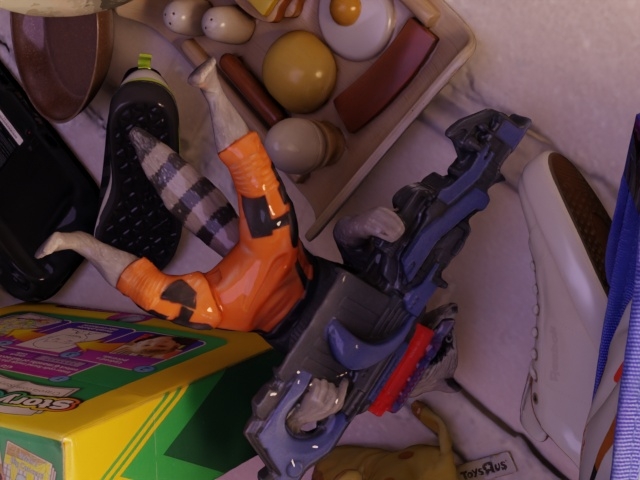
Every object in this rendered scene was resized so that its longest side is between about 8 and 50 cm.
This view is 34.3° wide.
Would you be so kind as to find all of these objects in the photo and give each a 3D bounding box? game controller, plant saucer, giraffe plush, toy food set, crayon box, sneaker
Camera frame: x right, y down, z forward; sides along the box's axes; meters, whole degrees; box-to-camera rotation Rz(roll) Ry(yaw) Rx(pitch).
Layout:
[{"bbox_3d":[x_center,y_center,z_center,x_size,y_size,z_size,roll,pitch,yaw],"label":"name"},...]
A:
[{"bbox_3d":[-0.362,-0.088,1.147,0.166,0.067,0.319,-45,74,15],"label":"game controller"},{"bbox_3d":[-0.255,-0.217,1.036,0.198,0.036,0.199,13,106,50],"label":"plant saucer"},{"bbox_3d":[0.047,0.249,0.866,0.210,0.170,0.181,-45,74,30],"label":"giraffe plush"},{"bbox_3d":[-0.037,-0.181,0.892,0.306,0.092,0.220,49,120,16],"label":"toy food set"},{"bbox_3d":[-0.254,0.150,0.951,0.362,0.313,0.106,5,101,31],"label":"crayon box"},{"bbox_3d":[0.187,0.081,0.785,0.123,0.106,0.290,-21,88,31],"label":"sneaker"},{"bbox_3d":[-0.174,-0.069,1.023,0.097,0.084,0.235,-105,25,-54],"label":"sneaker"}]

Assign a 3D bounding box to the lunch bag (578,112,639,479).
[{"bbox_3d":[0.319,0.122,0.593,0.327,0.239,0.386,4,109,10],"label":"lunch bag"}]

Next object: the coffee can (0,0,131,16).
[{"bbox_3d":[-0.236,-0.362,0.884,0.201,0.201,0.276,-29,67,33],"label":"coffee can"}]

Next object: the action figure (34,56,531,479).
[{"bbox_3d":[0.000,0.000,0.827,0.330,0.178,0.341,40,90,-16],"label":"action figure"}]
